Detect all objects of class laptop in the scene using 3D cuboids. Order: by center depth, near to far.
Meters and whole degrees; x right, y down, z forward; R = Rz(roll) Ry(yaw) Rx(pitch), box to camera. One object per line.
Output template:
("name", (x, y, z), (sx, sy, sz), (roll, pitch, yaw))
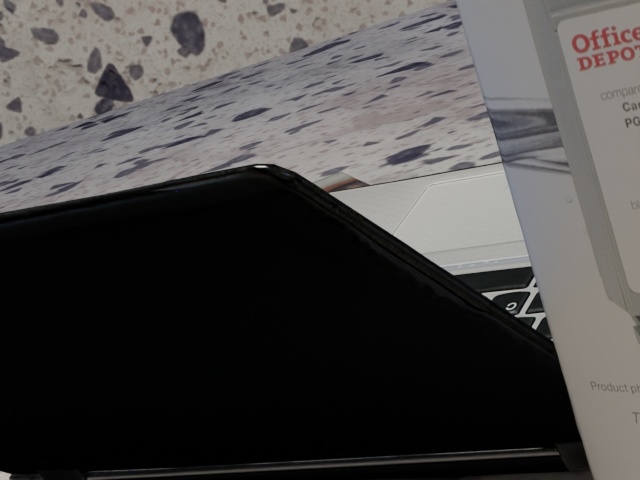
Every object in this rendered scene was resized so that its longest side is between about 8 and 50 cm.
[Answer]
("laptop", (-0.028, -0.015, 0.728), (0.382, 0.236, 0.408), (-8, 29, 36))

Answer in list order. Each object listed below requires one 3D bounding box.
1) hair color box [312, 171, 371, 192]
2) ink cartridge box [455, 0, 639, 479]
("hair color box", (0.000, 0.000, 1.080), (0.093, 0.053, 0.167), (-20, 14, -11))
("ink cartridge box", (0.165, -0.052, 0.546), (0.117, 0.283, 0.207), (-4, 18, 47))
